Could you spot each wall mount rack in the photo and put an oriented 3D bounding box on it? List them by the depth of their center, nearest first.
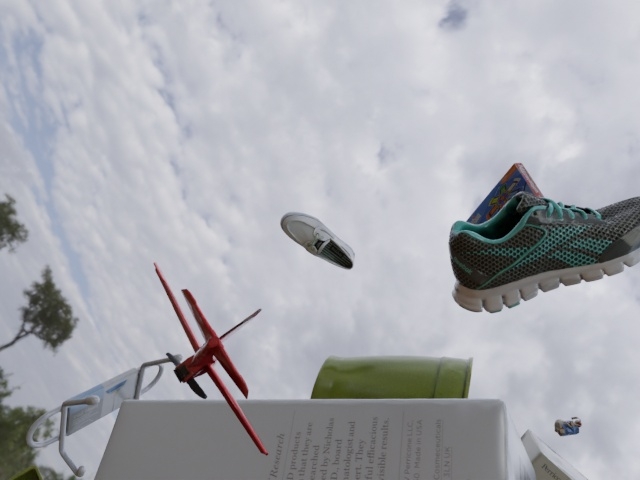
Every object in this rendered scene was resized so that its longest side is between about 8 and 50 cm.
[{"bbox_3d":[-0.460,0.366,1.247,0.130,0.350,0.304,38,-54,24],"label":"wall mount rack"}]

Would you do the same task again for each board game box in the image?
[{"bbox_3d":[0.425,-0.037,1.313,0.145,0.027,0.281,68,-29,28],"label":"board game box"}]

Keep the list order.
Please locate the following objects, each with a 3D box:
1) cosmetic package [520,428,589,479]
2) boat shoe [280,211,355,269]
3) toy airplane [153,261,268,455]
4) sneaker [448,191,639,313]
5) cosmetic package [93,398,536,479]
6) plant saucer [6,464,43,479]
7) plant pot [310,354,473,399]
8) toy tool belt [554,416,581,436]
[{"bbox_3d":[0.271,0.453,0.802,0.160,0.309,0.113,39,7,11],"label":"cosmetic package"},{"bbox_3d":[0.000,0.000,1.428,0.226,0.075,0.083,28,-74,-16],"label":"boat shoe"},{"bbox_3d":[-0.070,0.073,0.343,0.151,0.028,0.151,32,-44,38],"label":"toy airplane"},{"bbox_3d":[0.172,-0.006,0.413,0.065,0.167,0.076,-104,172,-70],"label":"sneaker"},{"bbox_3d":[-0.007,0.292,0.617,0.454,0.161,0.230,-8,-39,25],"label":"cosmetic package"},{"bbox_3d":[-0.527,0.516,0.946,0.188,0.188,0.045,59,-7,14],"label":"plant saucer"},{"bbox_3d":[0.163,0.430,1.341,0.353,0.366,0.366,9,-52,17],"label":"plant pot"},{"bbox_3d":[0.728,0.546,1.605,0.051,0.083,0.052,-134,-143,-85],"label":"toy tool belt"}]
